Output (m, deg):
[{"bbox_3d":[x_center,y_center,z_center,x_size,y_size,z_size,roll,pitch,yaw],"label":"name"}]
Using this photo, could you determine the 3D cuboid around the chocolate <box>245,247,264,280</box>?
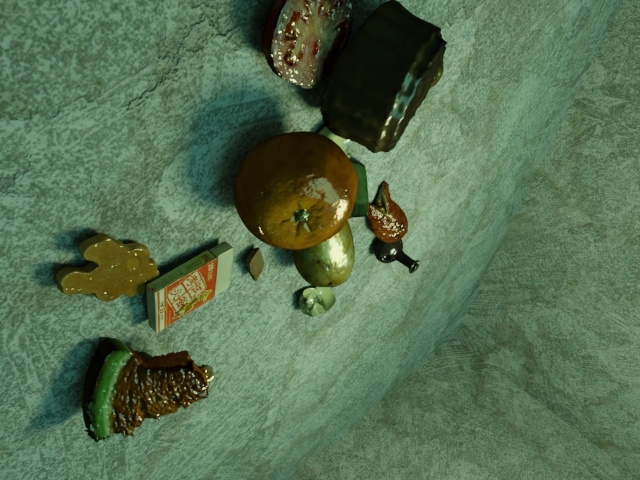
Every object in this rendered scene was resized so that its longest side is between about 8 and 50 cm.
[{"bbox_3d":[-0.182,0.062,1.441,0.064,0.031,0.101,-60,160,-25],"label":"chocolate"}]

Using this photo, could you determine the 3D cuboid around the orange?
[{"bbox_3d":[-0.055,-0.115,1.197,0.283,0.226,0.284,-8,134,-8],"label":"orange"}]

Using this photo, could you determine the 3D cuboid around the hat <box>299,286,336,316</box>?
[{"bbox_3d":[-0.017,0.195,1.806,0.166,0.081,0.122,-44,114,-45],"label":"hat"}]

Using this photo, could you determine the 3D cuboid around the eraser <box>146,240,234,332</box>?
[{"bbox_3d":[-0.311,0.110,1.274,0.230,0.038,0.157,-34,152,-38],"label":"eraser"}]

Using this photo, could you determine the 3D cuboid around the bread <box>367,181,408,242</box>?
[{"bbox_3d":[0.234,-0.078,1.825,0.139,0.095,0.269,-54,147,-12],"label":"bread"}]

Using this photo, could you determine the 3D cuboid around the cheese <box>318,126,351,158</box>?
[{"bbox_3d":[0.000,-0.239,1.352,0.235,0.050,0.127,-26,145,-36],"label":"cheese"}]

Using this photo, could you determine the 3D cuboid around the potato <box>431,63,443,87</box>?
[{"bbox_3d":[0.240,-0.442,1.405,0.176,0.137,0.137,-29,150,2],"label":"potato"}]

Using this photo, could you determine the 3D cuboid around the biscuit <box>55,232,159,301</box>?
[{"bbox_3d":[-0.421,0.061,1.083,0.144,0.040,0.236,-47,158,4],"label":"biscuit"}]

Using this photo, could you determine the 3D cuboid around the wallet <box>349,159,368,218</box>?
[{"bbox_3d":[0.093,-0.144,1.494,0.236,0.055,0.160,-13,104,-73],"label":"wallet"}]

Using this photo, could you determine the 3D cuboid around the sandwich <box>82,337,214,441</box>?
[{"bbox_3d":[-0.410,0.336,1.280,0.301,0.162,0.250,4,110,-22],"label":"sandwich"}]

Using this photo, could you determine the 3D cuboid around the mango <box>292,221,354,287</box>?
[{"bbox_3d":[0.002,-0.003,1.518,0.176,0.175,0.330,-71,154,-56],"label":"mango"}]

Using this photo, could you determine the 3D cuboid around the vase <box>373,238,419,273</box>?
[{"bbox_3d":[0.286,0.052,1.951,0.120,0.183,0.120,-37,148,-29],"label":"vase"}]

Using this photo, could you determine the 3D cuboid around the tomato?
[{"bbox_3d":[-0.036,-0.424,1.056,0.225,0.085,0.225,-34,146,-27],"label":"tomato"}]

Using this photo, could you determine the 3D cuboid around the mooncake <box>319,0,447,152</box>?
[{"bbox_3d":[0.149,-0.359,1.204,0.324,0.187,0.324,-58,173,-11],"label":"mooncake"}]
